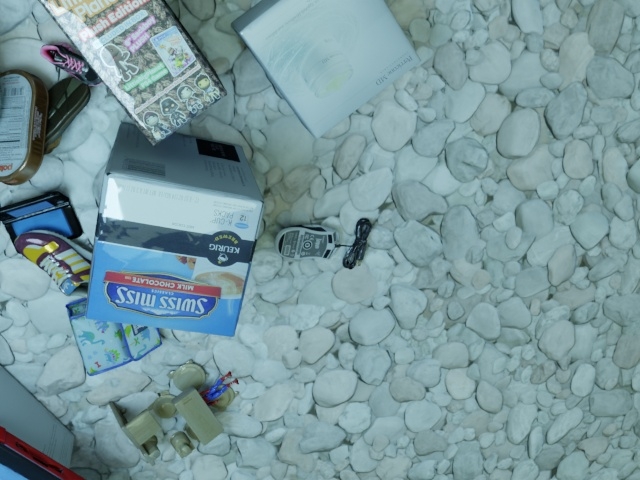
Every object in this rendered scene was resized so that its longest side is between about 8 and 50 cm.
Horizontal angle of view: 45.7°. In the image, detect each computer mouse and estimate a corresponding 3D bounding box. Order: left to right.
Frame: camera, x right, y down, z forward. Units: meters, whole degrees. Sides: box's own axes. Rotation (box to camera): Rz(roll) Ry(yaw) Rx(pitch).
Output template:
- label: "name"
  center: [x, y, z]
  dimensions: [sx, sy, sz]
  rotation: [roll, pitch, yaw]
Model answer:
- label: "computer mouse"
  center: [0.000, 0.000, 1.469]
  dimensions: [0.193, 0.042, 0.106]
  rotation: [5, 114, -21]

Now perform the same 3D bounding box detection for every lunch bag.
- label: "lunch bag"
  center: [-0.381, 0.164, 1.419]
  dimensions: [0.151, 0.096, 0.129]
  rotation: [-18, 112, -21]

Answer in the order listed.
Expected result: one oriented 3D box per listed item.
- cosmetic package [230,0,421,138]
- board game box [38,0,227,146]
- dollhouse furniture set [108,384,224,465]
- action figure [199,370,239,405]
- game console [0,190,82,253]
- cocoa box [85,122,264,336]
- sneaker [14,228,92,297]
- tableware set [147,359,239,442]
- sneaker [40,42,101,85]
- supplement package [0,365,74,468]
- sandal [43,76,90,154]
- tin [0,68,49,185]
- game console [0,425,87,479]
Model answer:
- label: "cosmetic package"
  center: [0.008, -0.335, 1.291]
  dimensions: [0.224, 0.138, 0.224]
  rotation: [-37, 115, 3]
- label: "board game box"
  center: [-0.292, -0.323, 1.173]
  dimensions: [0.141, 0.232, 0.291]
  rotation: [-35, 113, 2]
- label: "dollhouse furniture set"
  center: [-0.306, 0.351, 1.508]
  dimensions: [0.151, 0.123, 0.144]
  rotation: [-36, 115, -16]
- label: "action figure"
  center: [-0.219, 0.309, 1.522]
  dimensions: [0.115, 0.030, 0.038]
  rotation: [-37, 116, 4]
- label: "game console"
  center: [-0.495, -0.029, 1.329]
  dimensions: [0.122, 0.107, 0.071]
  rotation: [-18, 85, -6]
- label: "cocoa box"
  center: [-0.240, -0.028, 1.234]
  dimensions: [0.231, 0.347, 0.228]
  rotation: [10, 108, -15]
- label: "sneaker"
  center: [-0.453, 0.049, 1.343]
  dimensions: [0.185, 0.084, 0.069]
  rotation: [27, 125, -26]
- label: "tableware set"
  center: [-0.256, 0.328, 1.546]
  dimensions: [0.169, 0.020, 0.141]
  rotation: [38, 96, -21]
- label: "sneaker"
  center: [-0.404, -0.287, 1.231]
  dimensions: [0.119, 0.057, 0.047]
  rotation: [27, 102, 15]
- label: "supplement package"
  center: [-0.621, 0.361, 1.388]
  dimensions: [0.177, 0.175, 0.293]
  rotation: [-34, 114, 4]
- label: "sandal"
  center: [-0.469, -0.186, 1.279]
  dimensions: [0.219, 0.060, 0.090]
  rotation: [-44, 69, -2]
- label: "tin"
  center: [-0.500, -0.185, 1.233]
  dimensions: [0.106, 0.040, 0.189]
  rotation: [-1, 82, 22]
- label: "game console"
  center: [-0.559, 0.516, 1.336]
  dimensions: [0.342, 0.060, 0.386]
  rotation: [-43, 115, 8]
